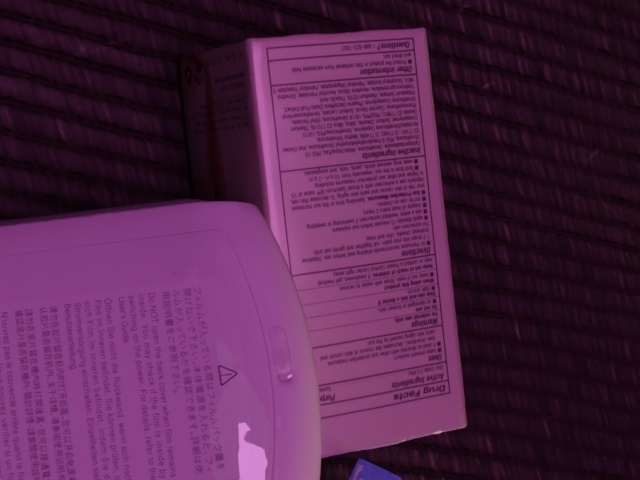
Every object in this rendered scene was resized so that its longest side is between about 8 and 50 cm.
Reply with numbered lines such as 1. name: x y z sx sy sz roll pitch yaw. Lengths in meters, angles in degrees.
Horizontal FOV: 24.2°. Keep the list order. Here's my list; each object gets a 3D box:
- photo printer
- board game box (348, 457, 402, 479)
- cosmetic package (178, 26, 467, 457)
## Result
1. photo printer: -0.155 0.106 0.956 0.308 0.107 0.256 -8 78 -6
2. board game box: 0.027 0.267 1.084 0.160 0.039 0.211 -62 157 -19
3. cosmetic package: 0.000 0.000 1.098 0.153 0.129 0.296 -6 92 -29
